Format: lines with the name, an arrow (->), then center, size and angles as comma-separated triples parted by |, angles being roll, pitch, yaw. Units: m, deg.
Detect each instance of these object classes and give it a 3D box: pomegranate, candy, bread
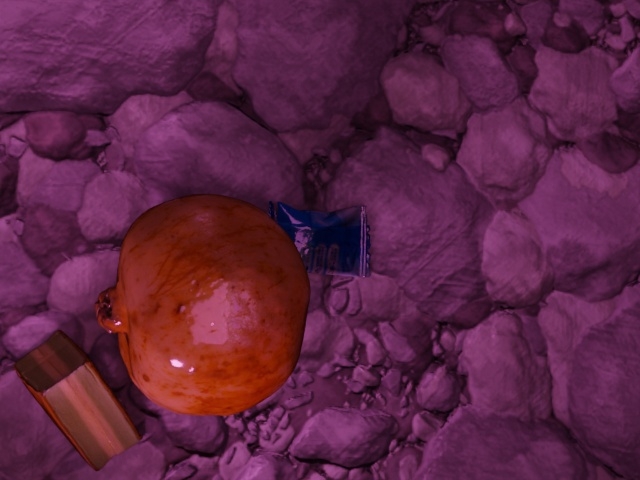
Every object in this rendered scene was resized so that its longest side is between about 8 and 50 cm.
pomegranate -> -0.128, 0.071, 1.633 | 0.248, 0.248, 0.248 | 1, 87, -14
candy -> 0.000, -0.001, 1.760 | 0.136, 0.038, 0.088 | 2, 90, -23
bread -> -0.274, 0.184, 1.696 | 0.074, 0.084, 0.139 | -39, 127, -13
